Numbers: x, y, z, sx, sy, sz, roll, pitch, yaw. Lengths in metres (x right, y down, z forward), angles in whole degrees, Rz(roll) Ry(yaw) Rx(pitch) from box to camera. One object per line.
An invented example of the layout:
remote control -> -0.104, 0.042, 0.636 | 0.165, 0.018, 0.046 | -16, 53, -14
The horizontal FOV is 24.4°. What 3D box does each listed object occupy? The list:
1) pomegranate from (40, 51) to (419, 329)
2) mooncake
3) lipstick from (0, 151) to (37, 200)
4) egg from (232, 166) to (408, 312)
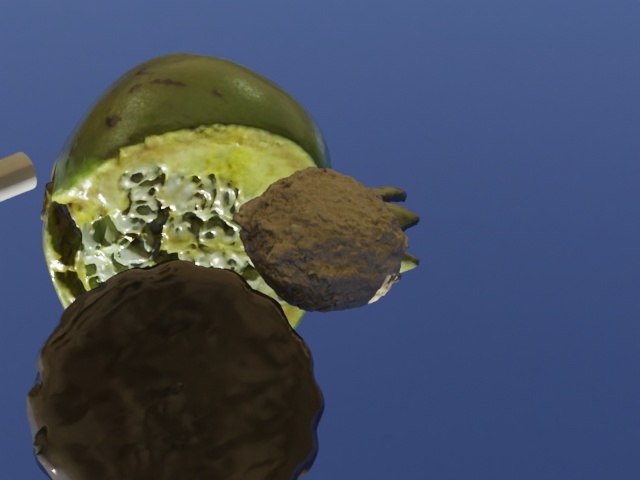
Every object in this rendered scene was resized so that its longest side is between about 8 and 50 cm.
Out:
pomegranate -> -0.092, -0.031, 1.413 | 0.359, 0.309, 0.216 | 3, -154, -22
mooncake -> -0.117, 0.131, 1.168 | 0.228, 0.228, 0.124 | -8, 175, -12
lipstick -> -0.327, -0.044, 1.363 | 0.131, 0.038, 0.038 | -26, -145, -35
egg -> 0.000, 0.000, 1.201 | 0.140, 0.116, 0.118 | 17, -174, 6
